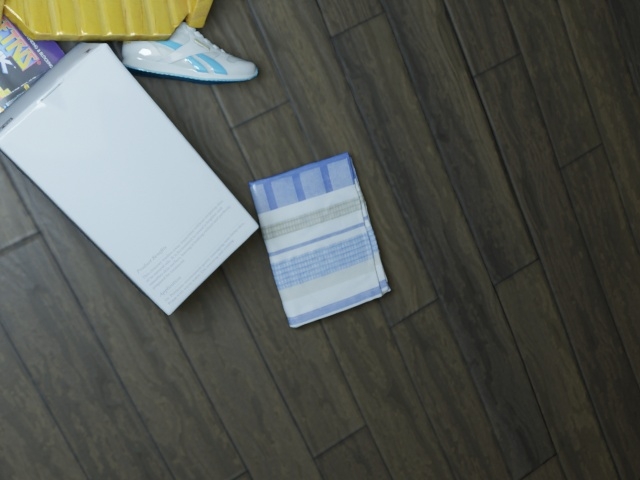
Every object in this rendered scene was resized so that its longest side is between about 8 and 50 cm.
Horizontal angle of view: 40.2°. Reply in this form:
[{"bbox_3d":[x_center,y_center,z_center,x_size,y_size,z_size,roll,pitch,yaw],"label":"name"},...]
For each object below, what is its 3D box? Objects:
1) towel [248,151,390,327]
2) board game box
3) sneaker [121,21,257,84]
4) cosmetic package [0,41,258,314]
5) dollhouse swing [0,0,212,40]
[{"bbox_3d":[0.000,0.000,1.594,0.209,0.034,0.284,-20,102,-17],"label":"towel"},{"bbox_3d":[-0.486,-0.291,1.344,0.141,0.048,0.170,-41,110,-12],"label":"board game box"},{"bbox_3d":[-0.210,-0.307,1.440,0.229,0.087,0.092,5,92,-25],"label":"sneaker"},{"bbox_3d":[-0.305,-0.095,1.363,0.217,0.156,0.385,-44,117,-13],"label":"cosmetic package"},{"bbox_3d":[-0.291,-0.486,1.223,0.347,0.305,0.315,-7,81,-32],"label":"dollhouse swing"}]
